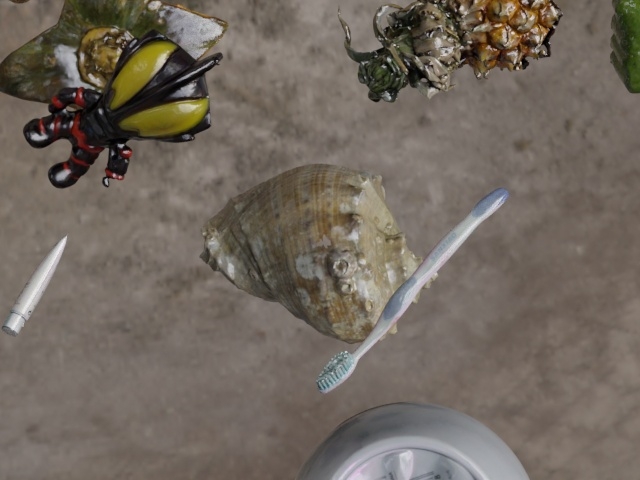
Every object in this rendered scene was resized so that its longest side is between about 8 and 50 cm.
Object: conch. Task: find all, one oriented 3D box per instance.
[{"bbox_3d":[0.006,-0.010,1.931,0.352,0.297,0.210,18,143,-7],"label":"conch"}]

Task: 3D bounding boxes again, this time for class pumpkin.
[{"bbox_3d":[-0.323,-0.280,1.957,0.258,0.095,0.290,35,100,-4],"label":"pumpkin"}]

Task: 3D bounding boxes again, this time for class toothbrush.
[{"bbox_3d":[0.089,0.045,1.244,0.269,0.021,0.027,-47,156,-9],"label":"toothbrush"}]

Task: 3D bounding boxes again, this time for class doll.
[{"bbox_3d":[-0.218,-0.146,1.475,0.248,0.088,0.127,-23,130,15],"label":"doll"}]

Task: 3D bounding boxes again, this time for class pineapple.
[{"bbox_3d":[0.169,-0.300,1.876,0.271,0.262,0.262,-40,153,-32],"label":"pineapple"}]

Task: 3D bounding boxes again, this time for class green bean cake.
[{"bbox_3d":[0.614,-0.368,2.204,0.248,0.125,0.222,-7,124,-1],"label":"green bean cake"}]

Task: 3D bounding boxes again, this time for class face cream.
[{"bbox_3d":[-0.279,0.042,1.281,0.020,0.115,0.038,33,157,-13],"label":"face cream"}]

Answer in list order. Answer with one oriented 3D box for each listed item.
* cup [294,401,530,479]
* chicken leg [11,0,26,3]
[{"bbox_3d":[0.084,0.246,1.113,0.212,0.212,0.317,-15,168,2],"label":"cup"},{"bbox_3d":[-0.406,-0.354,1.689,0.085,0.207,0.101,-17,110,-6],"label":"chicken leg"}]
